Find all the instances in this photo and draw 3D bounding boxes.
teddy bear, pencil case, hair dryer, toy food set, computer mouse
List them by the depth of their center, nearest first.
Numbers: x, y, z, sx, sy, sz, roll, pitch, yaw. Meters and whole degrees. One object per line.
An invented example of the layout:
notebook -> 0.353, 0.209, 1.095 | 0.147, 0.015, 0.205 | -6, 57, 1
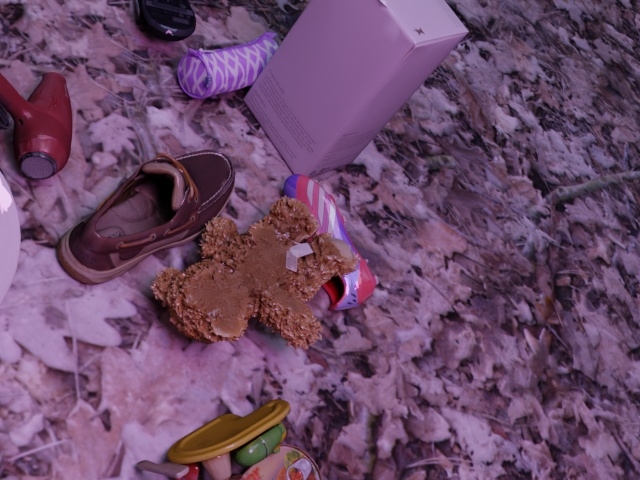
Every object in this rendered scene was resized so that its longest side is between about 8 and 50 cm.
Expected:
toy food set -> -0.122, 0.279, 1.156 | 0.218, 0.128, 0.071 | -23, 98, -43
hair dryer -> -0.414, -0.191, 1.233 | 0.293, 0.080, 0.223 | -53, 130, -75
teddy bear -> -0.089, 0.054, 1.326 | 0.245, 0.113, 0.338 | 35, 46, -2
pencil case -> -0.157, -0.306, 1.566 | 0.086, 0.088, 0.206 | 16, 28, 33
computer mouse -> -0.249, -0.420, 1.608 | 0.184, 0.060, 0.262 | 4, 45, -29

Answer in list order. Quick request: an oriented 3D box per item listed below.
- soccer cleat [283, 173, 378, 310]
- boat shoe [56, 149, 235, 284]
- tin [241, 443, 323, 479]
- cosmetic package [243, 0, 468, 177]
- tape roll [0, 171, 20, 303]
soccer cleat -> 0.000, 0.000, 1.467 | 0.095, 0.083, 0.248 | -23, 77, -39
boat shoe -> -0.227, -0.060, 1.308 | 0.123, 0.123, 0.342 | 50, 44, 5
tin -> -0.071, 0.349, 1.185 | 0.106, 0.040, 0.190 | 51, 44, 1
cosmetic package -> 0.046, -0.288, 1.503 | 0.155, 0.365, 0.197 | -22, 75, -44
tape roll -> -0.488, -0.004, 0.994 | 0.286, 0.100, 0.286 | -3, 95, -32
